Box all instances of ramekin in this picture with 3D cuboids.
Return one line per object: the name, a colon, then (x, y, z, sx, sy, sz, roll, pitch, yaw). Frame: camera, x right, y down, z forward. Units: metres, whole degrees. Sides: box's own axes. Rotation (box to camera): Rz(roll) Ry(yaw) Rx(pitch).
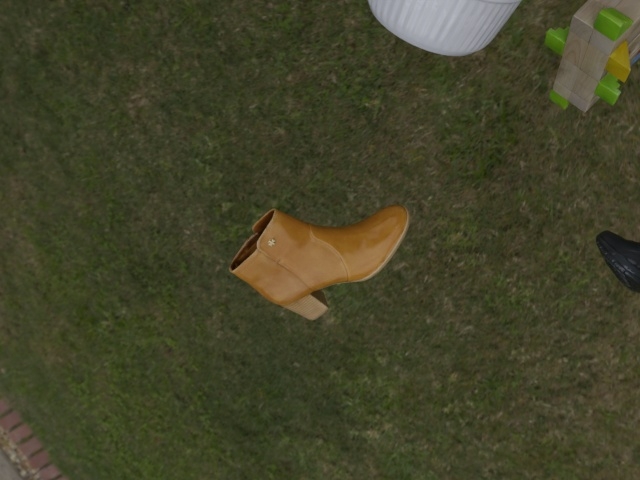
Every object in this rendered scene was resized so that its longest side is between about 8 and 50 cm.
ramekin: (0.156, -0.331, 0.745, 0.207, 0.207, 0.109, 35, 136, 9)

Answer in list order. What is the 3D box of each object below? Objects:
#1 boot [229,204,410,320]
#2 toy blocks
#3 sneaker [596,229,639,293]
boot: (-0.001, 0.000, 1.026, 0.295, 0.104, 0.211, -45, 122, 9)
toy blocks: (0.636, -0.451, 1.220, 0.261, 0.381, 0.191, -45, 70, -1)
sneaker: (0.693, 0.057, 1.197, 0.130, 0.286, 0.109, -41, 128, 9)
